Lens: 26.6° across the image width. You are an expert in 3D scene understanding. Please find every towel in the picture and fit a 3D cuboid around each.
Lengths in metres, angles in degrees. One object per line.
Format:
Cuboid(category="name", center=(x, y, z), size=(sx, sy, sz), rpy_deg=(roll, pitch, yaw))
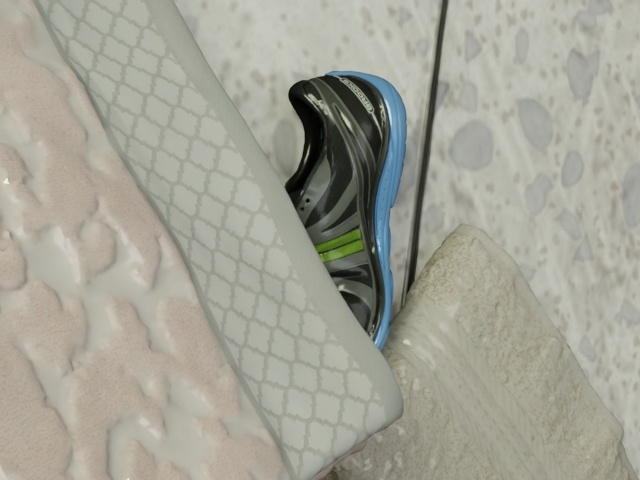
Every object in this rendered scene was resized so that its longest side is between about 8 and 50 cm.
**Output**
Cuboid(category="towel", center=(-0.122, -0.019, 0.500), size=(0.317, 0.053, 0.332), rpy_deg=(-22, 82, -58))
Cuboid(category="towel", center=(0.112, 0.153, 0.840), size=(0.187, 0.049, 0.282), rpy_deg=(-52, 121, -30))

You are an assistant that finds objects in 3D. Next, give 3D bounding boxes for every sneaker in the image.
Cuboid(category="sneaker", center=(0.000, 0.000, 0.743), size=(0.078, 0.067, 0.188), rpy_deg=(5, 87, -20))
